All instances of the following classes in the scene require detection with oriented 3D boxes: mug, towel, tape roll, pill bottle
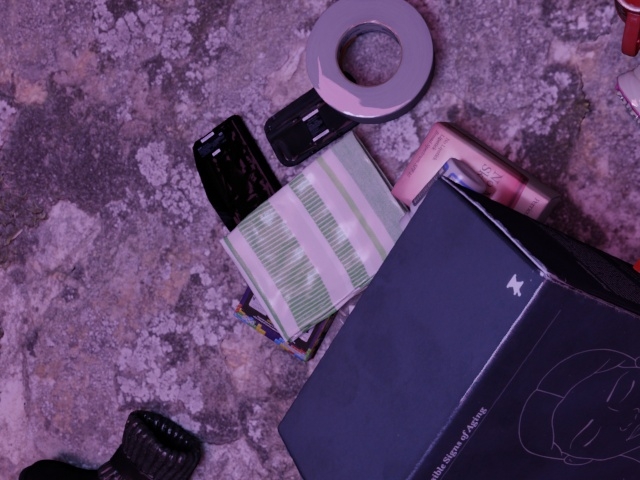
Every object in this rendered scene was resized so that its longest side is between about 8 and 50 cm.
[{"bbox_3d":[0.507,-0.369,1.566,0.113,0.169,0.150,-10,90,21],"label":"mug"},{"bbox_3d":[0.000,0.000,1.820,0.325,0.038,0.248,-38,79,17],"label":"towel"},{"bbox_3d":[0.088,-0.314,1.761,0.219,0.072,0.219,-1,87,10],"label":"tape roll"},{"bbox_3d":[0.193,-0.058,1.627,0.078,0.078,0.137,45,110,12],"label":"pill bottle"}]

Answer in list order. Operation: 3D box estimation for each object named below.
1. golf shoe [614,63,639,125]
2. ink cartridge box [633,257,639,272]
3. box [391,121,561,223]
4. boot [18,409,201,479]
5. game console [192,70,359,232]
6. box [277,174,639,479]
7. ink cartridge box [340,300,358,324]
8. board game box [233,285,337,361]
[{"bbox_3d":[0.597,-0.170,1.581,0.140,0.115,0.306,-40,81,16],"label":"golf shoe"},{"bbox_3d":[0.627,0.045,1.553,0.232,0.189,0.066,40,149,11],"label":"ink cartridge box"},{"bbox_3d":[0.261,-0.077,1.709,0.232,0.127,0.149,36,106,15],"label":"box"},{"bbox_3d":[-0.418,0.446,2.013,0.347,0.131,0.260,20,109,8],"label":"boot"},{"bbox_3d":[-0.066,-0.167,1.877,0.361,0.044,0.213,-32,84,21],"label":"game console"},{"bbox_3d":[0.280,0.233,1.511,0.480,0.471,0.297,-58,37,15],"label":"box"},{"bbox_3d":[0.114,0.155,1.805,0.143,0.092,0.090,3,96,22],"label":"ink cartridge box"},{"bbox_3d":[-0.058,0.121,1.893,0.170,0.048,0.141,32,103,16],"label":"board game box"}]
